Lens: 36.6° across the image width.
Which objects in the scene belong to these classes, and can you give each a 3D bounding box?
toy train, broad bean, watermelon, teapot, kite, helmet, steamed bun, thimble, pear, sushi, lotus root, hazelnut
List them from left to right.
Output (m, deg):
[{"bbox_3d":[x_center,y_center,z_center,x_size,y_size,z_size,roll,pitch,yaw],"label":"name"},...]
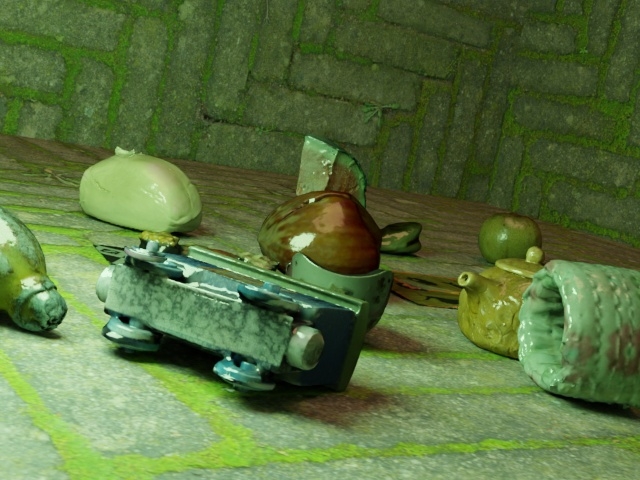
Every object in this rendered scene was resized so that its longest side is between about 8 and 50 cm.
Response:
[{"bbox_3d":[-0.427,0.008,1.149,0.322,0.140,0.158,18,10,23],"label":"lotus root"},{"bbox_3d":[-0.352,-0.102,1.922,0.238,0.152,0.170,12,9,19],"label":"steamed bun"},{"bbox_3d":[-0.202,0.028,1.591,0.294,0.059,0.292,7,9,-24],"label":"sushi"},{"bbox_3d":[-0.106,0.090,1.114,0.299,0.131,0.202,17,3,29],"label":"toy train"},{"bbox_3d":[0.001,-0.003,1.666,0.181,0.181,0.212,43,6,-26],"label":"hazelnut"},{"bbox_3d":[0.013,-0.075,2.037,0.148,0.318,0.226,18,50,13],"label":"watermelon"},{"bbox_3d":[0.021,0.087,1.361,0.153,0.107,0.177,9,-11,-1],"label":"helmet"},{"bbox_3d":[0.141,-0.005,2.296,0.206,0.072,0.153,-1,7,-5],"label":"broad bean"},{"bbox_3d":[0.209,0.090,1.901,0.327,0.013,0.377,13,9,14],"label":"kite"},{"bbox_3d":[0.481,-0.003,2.462,0.167,0.136,0.167,8,4,-1],"label":"pear"},{"bbox_3d":[0.334,0.092,1.527,0.311,0.167,0.203,6,9,-35],"label":"teapot"},{"bbox_3d":[0.366,0.131,1.312,0.149,0.185,0.211,8,43,-9],"label":"thimble"}]
